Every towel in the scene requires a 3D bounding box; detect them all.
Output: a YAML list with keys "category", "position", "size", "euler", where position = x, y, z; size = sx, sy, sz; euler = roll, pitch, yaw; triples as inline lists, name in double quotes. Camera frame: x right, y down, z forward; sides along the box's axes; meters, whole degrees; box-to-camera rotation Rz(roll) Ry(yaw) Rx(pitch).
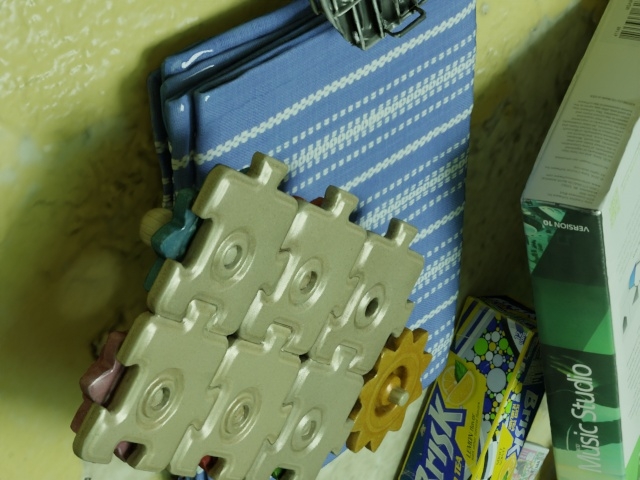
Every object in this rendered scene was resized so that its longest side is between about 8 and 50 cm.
- category: "towel"
  position: [0.000, 0.000, 1.066]
  size: [0.243, 0.040, 0.336]
  euler: [-32, 138, -35]

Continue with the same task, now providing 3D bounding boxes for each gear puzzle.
- category: "gear puzzle"
  position: [-0.017, 0.054, 1.018]
  size: [0.339, 0.044, 0.175]
  euler: [23, 95, -60]

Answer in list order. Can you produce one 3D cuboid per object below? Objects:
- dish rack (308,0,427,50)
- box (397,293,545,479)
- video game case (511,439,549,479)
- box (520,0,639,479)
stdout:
- category: "dish rack"
  position: [0.068, -0.235, 0.938]
  size: [0.271, 0.074, 0.208]
  euler: [-42, 139, -25]
- category: "box"
  position: [0.108, 0.124, 1.254]
  size: [0.054, 0.059, 0.169]
  euler: [1, 113, -52]
- category: "video game case"
  position: [0.121, 0.202, 1.367]
  size: [0.087, 0.011, 0.122]
  euler: [22, 97, -54]
- category: "box"
  position: [0.208, 0.009, 1.234]
  size: [0.322, 0.058, 0.232]
  euler: [75, 34, -43]
